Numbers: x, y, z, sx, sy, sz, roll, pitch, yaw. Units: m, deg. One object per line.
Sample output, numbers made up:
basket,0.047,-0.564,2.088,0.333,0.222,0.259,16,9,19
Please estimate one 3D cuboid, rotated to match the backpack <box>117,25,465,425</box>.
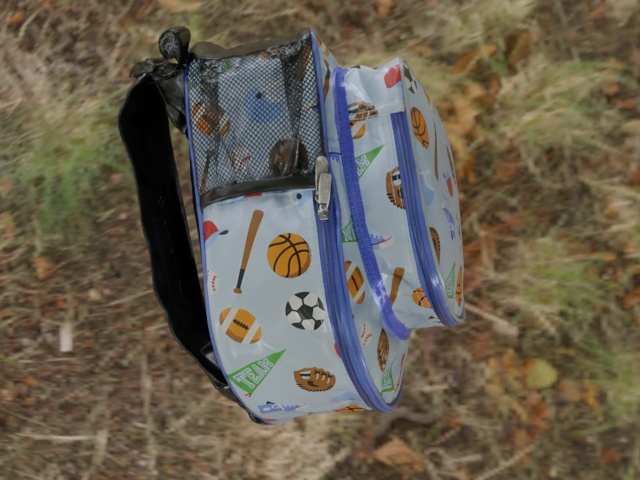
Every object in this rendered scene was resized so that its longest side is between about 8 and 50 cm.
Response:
backpack,0.000,0.000,1.093,0.213,0.276,0.264,-4,77,19
